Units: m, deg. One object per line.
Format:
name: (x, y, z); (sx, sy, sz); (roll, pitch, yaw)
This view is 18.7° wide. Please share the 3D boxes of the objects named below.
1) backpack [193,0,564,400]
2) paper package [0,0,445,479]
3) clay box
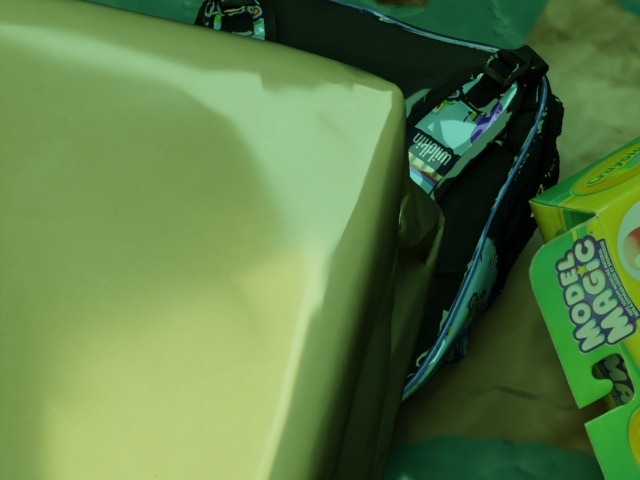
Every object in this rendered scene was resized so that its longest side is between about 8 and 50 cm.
backpack: (0.000, 0.000, 0.767); (0.158, 0.117, 0.173); (18, 70, 15)
paper package: (-0.153, 0.069, 0.624); (0.325, 0.168, 0.309); (14, 82, 11)
clay box: (0.176, 0.005, 0.756); (0.222, 0.127, 0.053); (-28, 19, -18)
